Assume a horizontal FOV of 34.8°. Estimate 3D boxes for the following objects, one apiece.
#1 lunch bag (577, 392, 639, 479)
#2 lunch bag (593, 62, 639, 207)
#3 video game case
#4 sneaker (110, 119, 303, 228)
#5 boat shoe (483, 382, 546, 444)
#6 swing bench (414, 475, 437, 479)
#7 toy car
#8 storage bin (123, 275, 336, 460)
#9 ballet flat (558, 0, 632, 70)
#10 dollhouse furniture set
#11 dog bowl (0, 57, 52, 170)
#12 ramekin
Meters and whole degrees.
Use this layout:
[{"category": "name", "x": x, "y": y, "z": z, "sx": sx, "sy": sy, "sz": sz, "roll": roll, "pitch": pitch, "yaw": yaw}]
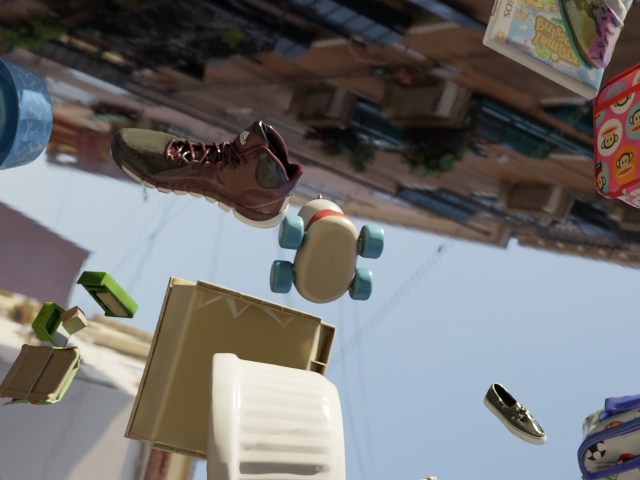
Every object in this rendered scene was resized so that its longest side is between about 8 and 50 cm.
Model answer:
[{"category": "lunch bag", "x": 0.512, "y": 0.304, "z": 1.410, "sx": 0.303, "sy": 0.243, "sz": 0.115, "roll": -28, "pitch": -168, "yaw": 28}, {"category": "lunch bag", "x": 0.569, "y": -0.208, "z": 1.642, "sx": 0.293, "sy": 0.120, "sz": 0.258, "roll": -32, "pitch": -132, "yaw": 58}, {"category": "video game case", "x": 0.383, "y": -0.358, "z": 1.674, "sx": 0.023, "sy": 0.212, "sz": 0.193, "roll": -33, "pitch": -144, "yaw": 65}, {"category": "sneaker", "x": -0.152, "y": -0.133, "z": 1.485, "sx": 0.162, "sy": 0.281, "sz": 0.106, "roll": 127, "pitch": -23, "yaw": -45}, {"category": "boat shoe", "x": 0.331, "y": 0.294, "z": 1.738, "sx": 0.142, "sy": 0.049, "sz": 0.040, "roll": 39, "pitch": -55, "yaw": 44}, {"category": "swing bench", "x": 0.153, "y": 0.513, "z": 1.797, "sx": 0.254, "sy": 0.253, "sz": 0.165, "roll": 9, "pitch": -86, "yaw": 45}, {"category": "toy car", "x": 0.000, "y": 0.000, "z": 2.256, "sx": 0.238, "sy": 0.219, "sz": 0.210, "roll": -108, "pitch": -153, "yaw": -60}, {"category": "storage bin", "x": -0.136, "y": 0.218, "z": 1.614, "sx": 0.123, "sy": 0.260, "sz": 0.262, "roll": -6, "pitch": -113, "yaw": 64}, {"category": "ballet flat", "x": 0.264, "y": -0.256, "z": 0.991, "sx": 0.079, "sy": 0.077, "sz": 0.221, "roll": -28, "pitch": -141, "yaw": 25}, {"category": "dollhouse furniture set", "x": -0.236, "y": 0.105, "z": 0.970, "sx": 0.076, "sy": 0.058, "sz": 0.152, "roll": 0, "pitch": -130, "yaw": 30}, {"category": "dog bowl", "x": -0.492, "y": -0.179, "z": 1.452, "sx": 0.297, "sy": 0.074, "sz": 0.166, "roll": 7, "pitch": -84, "yaw": 37}, {"category": "ramekin", "x": -0.048, "y": 0.250, "z": 1.013, "sx": 0.273, "sy": 0.127, "sz": 0.273, "roll": -179, "pitch": -90, "yaw": -85}]
